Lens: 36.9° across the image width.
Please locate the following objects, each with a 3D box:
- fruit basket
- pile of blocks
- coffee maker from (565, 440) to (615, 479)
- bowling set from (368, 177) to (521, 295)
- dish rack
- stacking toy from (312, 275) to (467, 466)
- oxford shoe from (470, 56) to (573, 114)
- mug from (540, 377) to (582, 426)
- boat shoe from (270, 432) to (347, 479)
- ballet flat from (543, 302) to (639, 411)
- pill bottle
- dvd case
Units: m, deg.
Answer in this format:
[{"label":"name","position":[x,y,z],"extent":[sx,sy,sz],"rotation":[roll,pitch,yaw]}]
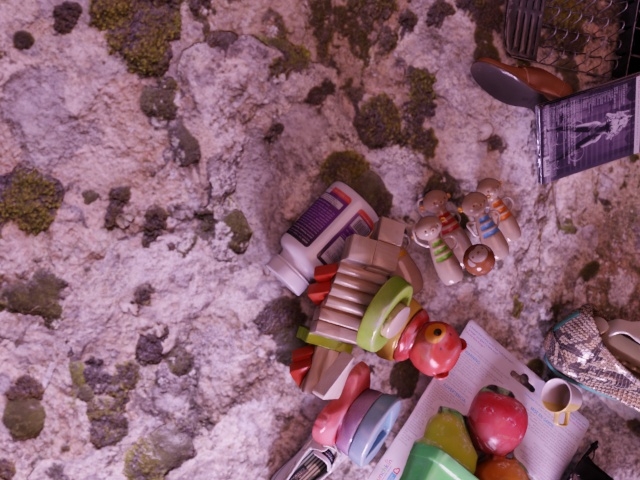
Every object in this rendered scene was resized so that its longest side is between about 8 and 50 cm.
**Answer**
[{"label":"fruit basket","position":[0.289,0.378,1.728],"extent":[0.327,0.165,0.353],"rotation":[40,65,-14]},{"label":"pile of blocks","position":[0.021,0.105,1.625],"extent":[0.112,0.149,0.362],"rotation":[18,111,-13]},{"label":"coffee maker","position":[0.528,0.480,1.742],"extent":[0.178,0.120,0.171],"rotation":[36,80,19]},{"label":"bowling set","position":[0.245,-0.021,1.672],"extent":[0.287,0.200,0.154],"rotation":[-28,95,-14]},{"label":"dish rack","position":[0.475,-0.409,1.769],"extent":[0.271,0.074,0.208],"rotation":[9,89,-11]},{"label":"stacking toy","position":[0.120,0.220,1.574],"extent":[0.130,0.279,0.309],"rotation":[29,72,19]},{"label":"oxford shoe","position":[0.370,-0.291,1.760],"extent":[0.212,0.076,0.076],"rotation":[22,64,-16]},{"label":"mug","position":[0.440,0.292,1.746],"extent":[0.064,0.062,0.078],"rotation":[19,109,-45]},{"label":"boat shoe","position":[0.008,0.378,1.687],"extent":[0.083,0.076,0.226],"rotation":[43,83,-10]},{"label":"ballet flat","position":[0.643,0.261,1.755],"extent":[0.482,0.164,0.182],"rotation":[30,128,-9]},{"label":"pill bottle","position":[0.000,0.000,1.661],"extent":[0.108,0.108,0.193],"rotation":[45,83,-9]},{"label":"dvd case","position":[0.498,-0.206,1.767],"extent":[0.221,0.018,0.165],"rotation":[-18,125,-10]}]
